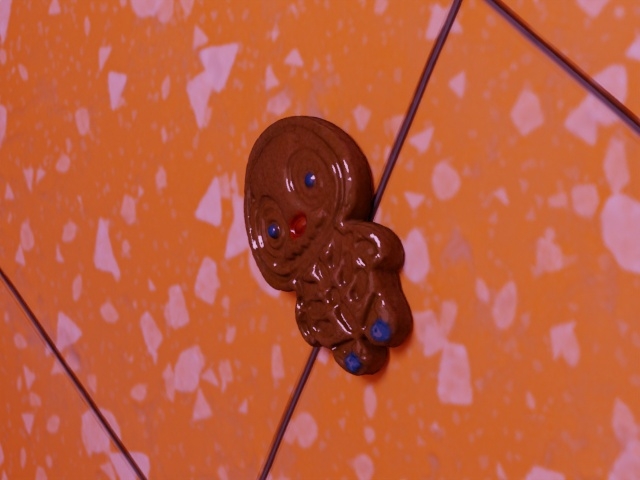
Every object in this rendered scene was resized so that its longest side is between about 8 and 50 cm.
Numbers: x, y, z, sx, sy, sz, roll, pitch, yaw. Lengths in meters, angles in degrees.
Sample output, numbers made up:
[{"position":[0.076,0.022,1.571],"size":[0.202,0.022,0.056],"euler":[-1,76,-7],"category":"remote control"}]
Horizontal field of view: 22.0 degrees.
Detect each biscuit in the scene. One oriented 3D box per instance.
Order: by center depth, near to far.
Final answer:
[{"position":[0.000,0.000,1.033],"size":[0.124,0.026,0.175],"euler":[-55,54,42],"category":"biscuit"}]
